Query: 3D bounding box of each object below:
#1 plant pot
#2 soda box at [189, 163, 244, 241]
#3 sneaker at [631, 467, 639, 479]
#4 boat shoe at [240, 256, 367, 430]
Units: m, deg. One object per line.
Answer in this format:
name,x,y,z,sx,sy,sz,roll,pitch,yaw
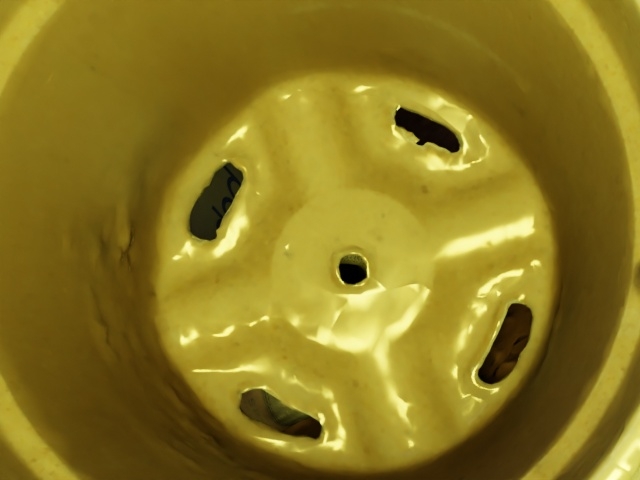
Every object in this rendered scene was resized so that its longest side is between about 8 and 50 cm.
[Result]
plant pot,0.000,0.000,0.892,0.334,0.334,0.305,-41,-8,2
soda box,-0.108,0.047,1.258,0.091,0.098,0.286,-28,29,26
sneaker,0.116,0.179,0.750,0.330,0.122,0.146,-54,13,-25
boat shoe,0.006,0.021,1.171,0.073,0.080,0.224,-8,47,41
